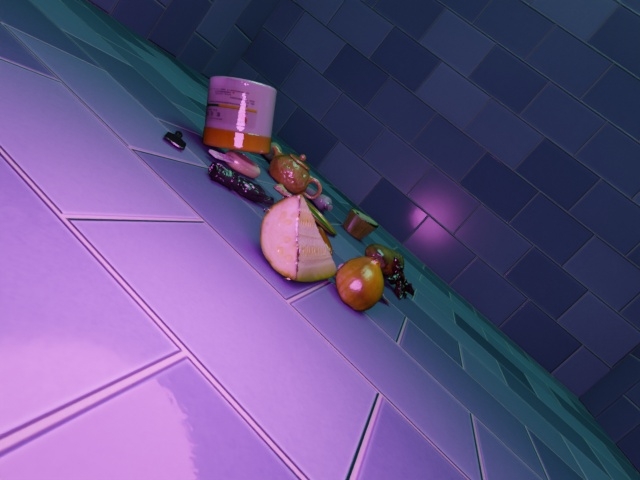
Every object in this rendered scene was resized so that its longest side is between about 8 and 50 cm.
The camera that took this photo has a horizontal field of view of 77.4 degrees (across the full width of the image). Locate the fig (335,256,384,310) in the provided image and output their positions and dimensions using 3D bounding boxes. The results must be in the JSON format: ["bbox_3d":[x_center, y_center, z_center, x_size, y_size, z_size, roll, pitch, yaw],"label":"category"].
[{"bbox_3d":[0.103,0.115,1.070,0.136,0.121,0.152,33,49,-43],"label":"fig"}]

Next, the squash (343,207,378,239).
[{"bbox_3d":[0.196,-0.084,2.037,0.170,0.123,0.170,38,13,-10],"label":"squash"}]

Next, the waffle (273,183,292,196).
[{"bbox_3d":[-0.124,-0.183,1.663,0.153,0.023,0.097,40,14,4],"label":"waffle"}]

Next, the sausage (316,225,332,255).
[{"bbox_3d":[0.000,0.000,1.316,0.062,0.054,0.183,6,26,-16],"label":"sausage"}]

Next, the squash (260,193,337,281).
[{"bbox_3d":[-0.044,-0.002,0.990,0.111,0.203,0.289,3,2,21],"label":"squash"}]

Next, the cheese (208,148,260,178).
[{"bbox_3d":[-0.308,-0.283,1.401,0.127,0.050,0.255,44,13,16],"label":"cheese"}]

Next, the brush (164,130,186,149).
[{"bbox_3d":[-0.432,-0.309,1.204,0.063,0.016,0.193,35,14,-25],"label":"brush"}]

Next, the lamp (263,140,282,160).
[{"bbox_3d":[-0.263,-0.479,2.128,0.101,0.101,0.250,31,7,-38],"label":"lamp"}]

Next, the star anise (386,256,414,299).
[{"bbox_3d":[0.314,0.168,1.595,0.157,0.054,0.212,-41,114,-50],"label":"star anise"}]

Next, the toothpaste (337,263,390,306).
[{"bbox_3d":[0.141,0.139,1.263,0.075,0.048,0.301,14,-14,40],"label":"toothpaste"}]

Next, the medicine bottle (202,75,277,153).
[{"bbox_3d":[-0.284,-0.434,1.406,0.238,0.231,0.238,8,12,-2],"label":"medicine bottle"}]

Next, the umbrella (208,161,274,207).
[{"bbox_3d":[-0.228,-0.161,1.197,0.236,0.059,0.066,26,36,-45],"label":"umbrella"}]

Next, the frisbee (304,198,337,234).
[{"bbox_3d":[-0.015,-0.103,1.665,0.236,0.017,0.236,45,8,-8],"label":"frisbee"}]

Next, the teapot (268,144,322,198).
[{"bbox_3d":[-0.114,-0.320,1.844,0.311,0.167,0.203,40,12,-3],"label":"teapot"}]

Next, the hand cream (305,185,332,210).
[{"bbox_3d":[-0.047,-0.237,2.034,0.124,0.077,0.341,26,11,-47],"label":"hand cream"}]

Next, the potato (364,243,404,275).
[{"bbox_3d":[0.268,0.085,1.692,0.251,0.113,0.149,14,31,-50],"label":"potato"}]
